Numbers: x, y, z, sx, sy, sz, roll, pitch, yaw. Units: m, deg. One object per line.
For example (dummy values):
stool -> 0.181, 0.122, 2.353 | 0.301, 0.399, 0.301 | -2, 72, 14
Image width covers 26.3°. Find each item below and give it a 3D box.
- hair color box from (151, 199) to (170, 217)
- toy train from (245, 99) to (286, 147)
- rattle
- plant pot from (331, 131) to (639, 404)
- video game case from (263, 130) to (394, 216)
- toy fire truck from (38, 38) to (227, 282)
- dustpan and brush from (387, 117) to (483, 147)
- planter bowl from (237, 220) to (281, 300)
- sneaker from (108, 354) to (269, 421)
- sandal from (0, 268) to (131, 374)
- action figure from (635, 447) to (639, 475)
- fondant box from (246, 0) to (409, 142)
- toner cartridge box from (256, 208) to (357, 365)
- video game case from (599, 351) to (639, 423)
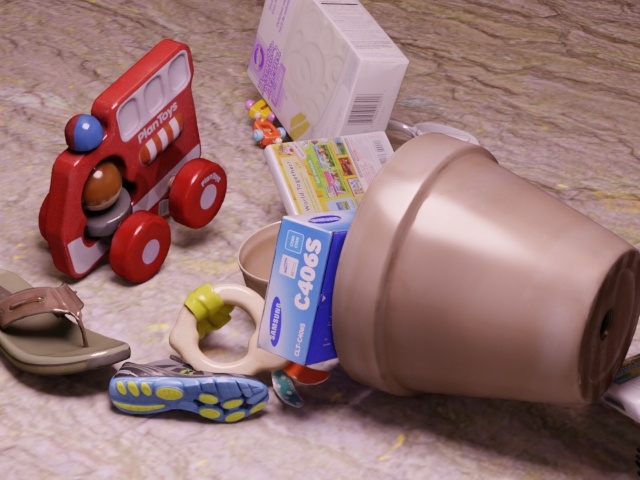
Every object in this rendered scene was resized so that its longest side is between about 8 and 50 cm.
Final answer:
hair color box -> -0.288, -0.075, 2.071 | 0.141, 0.043, 0.072 | 24, 32, 27
toy train -> -0.065, -0.196, 2.361 | 0.166, 0.046, 0.125 | -11, 45, -38
rattle -> -0.089, 0.143, 1.723 | 0.199, 0.143, 0.130 | 24, 61, -1
plant pot -> 0.216, 0.058, 1.613 | 0.280, 0.323, 0.323 | 17, 28, 30
video game case -> 0.045, -0.053, 2.009 | 0.206, 0.026, 0.227 | -9, 65, -29
toy fire truck -> -0.271, -0.105, 1.872 | 0.169, 0.254, 0.302 | 23, 51, 27
dustpan and brush -> 0.183, -0.176, 2.359 | 0.211, 0.060, 0.147 | 8, 28, 1
planter bowl -> -0.022, 0.055, 1.803 | 0.162, 0.109, 0.162 | -6, 32, 4
sneaker -> -0.154, 0.167, 1.618 | 0.188, 0.067, 0.078 | 4, 34, 0
sandal -> -0.354, 0.087, 1.691 | 0.303, 0.086, 0.120 | 26, 28, 38
action figure -> 0.512, 0.225, 1.581 | 0.275, 0.164, 0.141 | -3, 35, -7
fondant box -> 0.003, -0.286, 2.266 | 0.096, 0.238, 0.330 | -4, 41, -28
toner cartridge box -> 0.062, 0.046, 1.706 | 0.075, 0.165, 0.348 | 18, 13, 31
video game case -> 0.493, 0.125, 1.607 | 0.329, 0.036, 0.300 | -23, 0, 0
